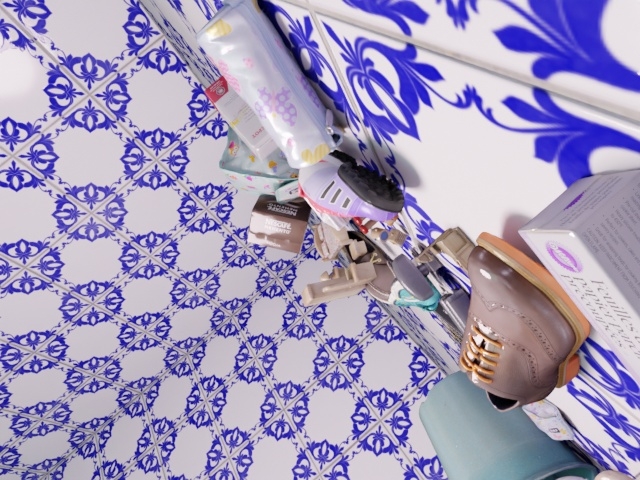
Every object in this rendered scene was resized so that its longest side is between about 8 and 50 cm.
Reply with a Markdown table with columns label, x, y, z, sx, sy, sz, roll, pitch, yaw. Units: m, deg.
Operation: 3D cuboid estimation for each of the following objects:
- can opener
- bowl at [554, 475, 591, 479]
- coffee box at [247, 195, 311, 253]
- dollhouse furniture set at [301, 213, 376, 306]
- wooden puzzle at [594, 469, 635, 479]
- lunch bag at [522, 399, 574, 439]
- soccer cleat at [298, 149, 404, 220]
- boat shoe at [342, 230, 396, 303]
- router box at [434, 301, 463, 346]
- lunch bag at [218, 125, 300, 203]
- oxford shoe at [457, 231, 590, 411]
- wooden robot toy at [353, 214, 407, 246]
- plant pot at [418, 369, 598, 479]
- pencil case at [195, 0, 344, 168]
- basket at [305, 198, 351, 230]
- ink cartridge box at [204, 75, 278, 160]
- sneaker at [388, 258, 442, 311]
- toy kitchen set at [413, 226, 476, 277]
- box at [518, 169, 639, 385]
| label | x | y | z | sx | sy | sz | roll | pitch | yaw |
| --- | --- | --- | --- | --- | --- | --- | --- | --- | --- |
| can opener | 0.251 | 0.138 | 0.844 | 0.283 | 0.095 | 0.076 | 56 | 179 | 9 |
| bowl | 0.575 | 0.559 | 0.806 | 0.298 | 0.134 | 0.298 | 39 | 175 | 4 |
| coffee box | -0.114 | -0.096 | 1.353 | 0.168 | 0.119 | 0.297 | 13 | -149 | -2 |
| dollhouse furniture set | 0.000 | 0.000 | 1.285 | 0.303 | 0.173 | 0.356 | 121 | 136 | -68 |
| wooden puzzle | 0.524 | 0.434 | 0.506 | 0.348 | 0.080 | 0.322 | 44 | -178 | -39 |
| lunch bag | 0.483 | 0.378 | 0.892 | 0.071 | 0.053 | 0.083 | 49 | 168 | -15 |
| soccer cleat | 0.039 | -0.083 | 0.740 | 0.108 | 0.116 | 0.318 | 13 | -161 | -28 |
| boat shoe | 0.156 | 0.074 | 1.322 | 0.097 | 0.116 | 0.324 | 48 | -176 | -38 |
| router box | 0.349 | 0.225 | 0.979 | 0.133 | 0.046 | 0.179 | 52 | 176 | -27 |
| lunch bag | -0.121 | -0.198 | 1.167 | 0.262 | 0.160 | 0.223 | 13 | 173 | -1 |
| oxford shoe | 0.243 | 0.132 | 0.541 | 0.364 | 0.132 | 0.130 | 52 | 176 | -40 |
| wooden robot toy | 0.122 | -0.041 | 0.832 | 0.173 | 0.076 | 0.079 | 51 | 166 | -28 |
| plant pot | 0.449 | 0.546 | 1.116 | 0.341 | 0.341 | 0.334 | 52 | -176 | -37 |
| pencil case | -0.073 | -0.245 | 0.678 | 0.273 | 0.113 | 0.124 | 51 | 171 | -24 |
| basket | 0.030 | -0.105 | 0.993 | 0.113 | 0.103 | 0.167 | 50 | 178 | -15 |
| ink cartridge box | -0.156 | -0.303 | 0.997 | 0.176 | 0.128 | 0.127 | 50 | 177 | 5 |
| sneaker | 0.230 | 0.131 | 1.013 | 0.110 | 0.107 | 0.275 | 40 | 178 | 17 |
| toy kitchen set | 0.194 | 0.032 | 0.642 | 0.075 | 0.068 | 0.083 | 49 | 177 | 6 |
| box | 0.276 | 0.096 | 0.301 | 0.324 | 0.067 | 0.063 | 49 | 177 | -5 |
